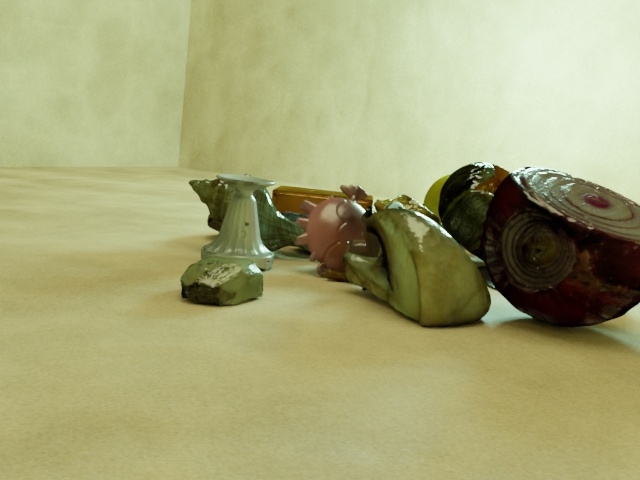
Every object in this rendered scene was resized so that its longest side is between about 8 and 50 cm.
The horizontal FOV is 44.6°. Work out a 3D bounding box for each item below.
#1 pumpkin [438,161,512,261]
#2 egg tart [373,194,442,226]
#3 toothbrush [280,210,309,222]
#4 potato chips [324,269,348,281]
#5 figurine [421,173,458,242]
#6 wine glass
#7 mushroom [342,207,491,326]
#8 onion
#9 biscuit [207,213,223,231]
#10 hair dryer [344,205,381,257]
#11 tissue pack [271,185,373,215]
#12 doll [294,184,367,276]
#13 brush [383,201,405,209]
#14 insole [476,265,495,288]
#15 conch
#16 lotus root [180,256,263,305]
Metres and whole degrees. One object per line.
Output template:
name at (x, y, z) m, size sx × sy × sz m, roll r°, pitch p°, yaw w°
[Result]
pumpkin at (0.467, -0.073, 2.102) m, size 0.321 × 0.192 × 0.320 m, roll 19°, pitch 42°, yaw -18°
egg tart at (0.252, -0.052, 2.137) m, size 0.241 × 0.106 × 0.241 m, roll 39°, pitch 3°, yaw -2°
toothbrush at (-0.056, -0.055, 1.969) m, size 0.042 × 0.035 × 0.413 m, roll -32°, pitch 25°, yaw -30°
potato chips at (0.108, 0.077, 1.660) m, size 0.204 × 0.037 × 0.026 m, roll -1°, pitch -1°, yaw -10°
figurine at (0.470, -0.099, 2.418) m, size 0.340 × 0.231 × 0.323 m, roll 20°, pitch 58°, yaw 44°
wine glass at (-0.175, -0.041, 1.695) m, size 0.165 × 0.196 × 0.165 m, roll 5°, pitch 10°, yaw -1°
mushroom at (0.201, 0.037, 1.475) m, size 0.218 × 0.211 × 0.292 m, roll -7°, pitch 7°, yaw -27°
onion at (0.449, 0.032, 1.444) m, size 0.337 × 0.260 × 0.282 m, roll 30°, pitch 26°, yaw 24°
biscuit at (-0.228, -0.067, 2.038) m, size 0.133 × 0.032 × 0.250 m, roll -3°, pitch -19°, yaw -23°
hair dryer at (0.102, -0.008, 1.596) m, size 0.117 × 0.181 × 0.064 m, roll 4°, pitch 51°, yaw 15°
tissue pack at (0.005, -0.068, 2.190) m, size 0.275 × 0.145 × 0.194 m, roll 7°, pitch 10°, yaw 4°
doll at (0.047, -0.024, 1.741) m, size 0.211 × 0.261 × 0.093 m, roll 22°, pitch -36°, yaw -11°
brush at (0.116, -0.017, 1.917) m, size 0.065 × 0.070 × 0.327 m, roll -41°, pitch -4°, yaw 40°
insole at (0.430, 0.090, 1.884) m, size 0.111 × 0.007 × 0.328 m, roll 5°, pitch 8°, yaw 5°
conch at (-0.149, -0.036, 1.878) m, size 0.386 × 0.169 × 0.203 m, roll 42°, pitch 11°, yaw -9°
lotus root at (-0.182, 0.067, 1.375) m, size 0.143 × 0.070 × 0.144 m, roll 7°, pitch 9°, yaw 12°
